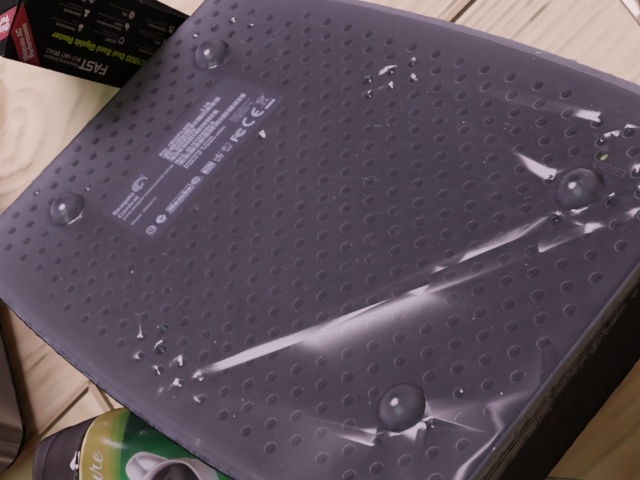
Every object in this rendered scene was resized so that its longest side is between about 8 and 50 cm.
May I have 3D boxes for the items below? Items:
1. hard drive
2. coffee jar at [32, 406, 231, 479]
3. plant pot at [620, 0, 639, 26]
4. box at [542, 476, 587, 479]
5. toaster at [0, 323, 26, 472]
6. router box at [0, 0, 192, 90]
[{"bbox_3d":[0.000,0.000,0.471,0.172,0.054,0.254,-49,42,-14],"label":"hard drive"},{"bbox_3d":[-0.018,0.098,0.508,0.184,0.079,0.096,-14,80,25],"label":"coffee jar"},{"bbox_3d":[0.116,-0.157,0.472,0.096,0.109,0.109,-33,67,5],"label":"plant pot"},{"bbox_3d":[0.149,0.117,0.402,0.179,0.105,0.043,25,91,30],"label":"box"},{"bbox_3d":[-0.230,0.051,0.596,0.168,0.110,0.186,-21,72,11],"label":"toaster"},{"bbox_3d":[-0.112,-0.096,0.567,0.092,0.122,0.038,29,100,29],"label":"router box"}]
